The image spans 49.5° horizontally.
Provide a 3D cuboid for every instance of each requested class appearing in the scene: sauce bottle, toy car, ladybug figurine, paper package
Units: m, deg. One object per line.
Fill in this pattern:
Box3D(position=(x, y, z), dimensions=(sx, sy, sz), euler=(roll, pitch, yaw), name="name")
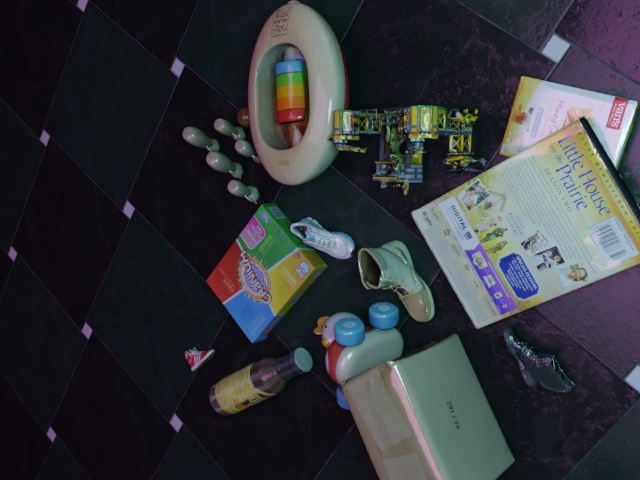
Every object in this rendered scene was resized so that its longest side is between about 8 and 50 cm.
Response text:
Box3D(position=(-0.167, 0.390, 1.933), dimensions=(0.344, 0.111, 0.111), euler=(-32, 77, 35), name="sauce bottle")
Box3D(position=(0.060, 0.252, 1.718), dimensions=(0.238, 0.210, 0.219), euler=(24, 125, 46), name="toy car")
Box3D(position=(-0.041, -0.361, 1.716), dimensions=(0.305, 0.162, 0.449), euler=(5, 96, 44), name="ladybug figurine")
Box3D(position=(0.242, 0.402, 1.528), dimensions=(0.168, 0.310, 0.324), euler=(-31, 77, 36), name="paper package")

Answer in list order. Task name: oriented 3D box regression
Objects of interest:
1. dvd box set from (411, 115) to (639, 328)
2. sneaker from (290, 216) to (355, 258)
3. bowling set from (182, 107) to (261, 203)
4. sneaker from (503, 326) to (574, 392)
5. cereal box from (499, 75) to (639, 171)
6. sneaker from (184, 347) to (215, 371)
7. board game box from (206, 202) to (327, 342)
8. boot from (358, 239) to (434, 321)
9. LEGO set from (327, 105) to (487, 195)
Box3D(position=(0.434, -0.024, 1.456), dimensions=(0.420, 0.062, 0.307), euler=(-32, 88, 36), name="dvd box set")
Box3D(position=(0.000, 0.000, 1.790), dimensions=(0.191, 0.083, 0.071), euler=(24, 107, 29), name="sneaker")
Box3D(position=(-0.215, -0.253, 1.896), dimensions=(0.200, 0.154, 0.287), euler=(-42, 69, 11), name="bowling set")
Box3D(position=(0.473, 0.256, 1.511), dimensions=(0.089, 0.051, 0.170), euler=(-27, 85, 34), name="sneaker")
Box3D(position=(0.508, -0.229, 1.429), dimensions=(0.240, 0.047, 0.172), euler=(22, 109, 31), name="cereal box")
Box3D(position=(-0.371, 0.345, 2.112), dimensions=(0.118, 0.042, 0.067), euler=(-43, 75, 33), name="sneaker")
Box3D(position=(-0.156, 0.092, 1.920), dimensions=(0.242, 0.064, 0.316), euler=(50, 120, 20), name="board game box")
Box3D(position=(0.175, 0.105, 1.628), dimensions=(0.077, 0.165, 0.213), euler=(-31, 78, 33), name="boot")
Box3D(position=(0.186, -0.192, 1.541), dimensions=(0.331, 0.255, 0.192), euler=(5, 99, 38), name="LEGO set")
